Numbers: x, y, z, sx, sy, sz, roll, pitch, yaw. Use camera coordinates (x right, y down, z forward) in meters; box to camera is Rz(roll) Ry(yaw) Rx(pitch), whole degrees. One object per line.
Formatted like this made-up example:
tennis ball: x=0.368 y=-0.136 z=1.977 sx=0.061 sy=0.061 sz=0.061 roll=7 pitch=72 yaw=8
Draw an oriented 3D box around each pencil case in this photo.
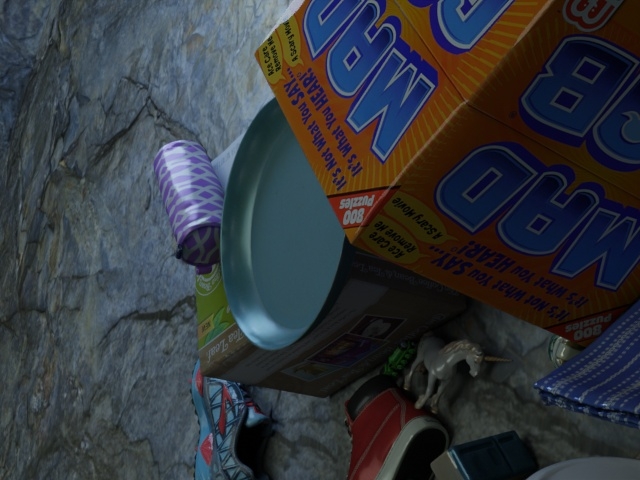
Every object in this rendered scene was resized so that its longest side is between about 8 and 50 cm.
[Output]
pencil case: x=-0.173 y=-0.049 z=1.879 sx=0.206 sy=0.086 sz=0.088 roll=-110 pitch=18 yaw=-45

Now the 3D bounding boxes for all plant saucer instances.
plant saucer: x=-0.034 y=-0.024 z=1.662 sx=0.317 sy=0.044 sz=0.317 roll=-20 pitch=66 yaw=57

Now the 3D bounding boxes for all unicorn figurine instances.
unicorn figurine: x=0.153 y=0.159 z=1.722 sx=0.162 sy=0.060 sz=0.111 roll=40 pitch=112 yaw=55

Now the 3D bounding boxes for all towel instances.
towel: x=0.385 y=0.100 z=1.273 sx=0.243 sy=0.040 sz=0.336 roll=-37 pitch=22 yaw=-25

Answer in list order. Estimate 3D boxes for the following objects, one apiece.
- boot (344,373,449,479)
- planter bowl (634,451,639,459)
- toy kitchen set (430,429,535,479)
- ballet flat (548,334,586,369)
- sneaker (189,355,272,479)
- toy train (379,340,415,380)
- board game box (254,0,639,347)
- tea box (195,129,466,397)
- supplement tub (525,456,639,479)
boot: x=0.056 y=0.304 z=1.794 sx=0.244 sy=0.088 sz=0.176 roll=-61 pitch=34 yaw=7
planter bowl: x=0.387 y=0.203 z=1.281 sx=0.162 sy=0.162 sz=0.109 roll=-5 pitch=47 yaw=56
toy kitchen set: x=0.255 y=0.284 z=1.500 sx=0.166 sy=0.122 sz=0.207 roll=-47 pitch=62 yaw=37
ballet flat: x=0.298 y=0.132 z=1.508 sx=0.188 sy=0.070 sz=0.070 roll=24 pitch=98 yaw=58
sneaker: x=-0.120 y=0.270 z=2.088 sx=0.125 sy=0.104 sz=0.262 roll=-19 pitch=65 yaw=33
toy train: x=0.102 y=0.160 z=1.820 sx=0.017 sy=0.024 sz=0.083 roll=-89 pitch=20 yaw=-43
board game box: x=0.210 y=-0.172 z=1.449 sx=0.356 sy=0.356 sz=0.356 roll=-50 pitch=38 yaw=21
tea box: x=0.000 y=0.000 z=1.870 sx=0.329 sy=0.220 sz=0.323 roll=-39 pitch=48 yaw=44
supplement tub: x=0.258 y=0.349 z=1.219 sx=0.191 sy=0.191 sz=0.272 roll=34 pitch=131 yaw=56
